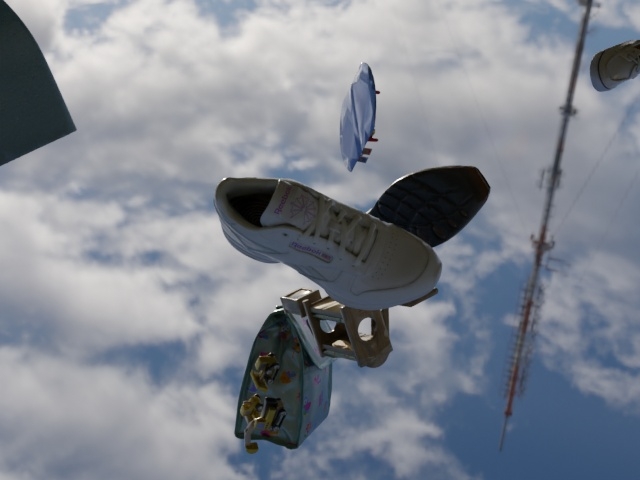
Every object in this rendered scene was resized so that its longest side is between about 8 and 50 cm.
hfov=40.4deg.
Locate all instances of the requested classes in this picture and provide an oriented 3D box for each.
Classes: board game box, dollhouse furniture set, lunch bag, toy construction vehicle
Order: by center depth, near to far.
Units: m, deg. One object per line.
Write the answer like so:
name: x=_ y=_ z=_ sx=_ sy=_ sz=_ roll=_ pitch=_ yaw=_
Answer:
toy construction vehicle: x=-0.076 y=0.199 z=1.065 sx=0.035 sy=0.098 sz=0.086 roll=11 pitch=-151 yaw=-27
dollhouse furniture set: x=0.063 y=0.107 z=1.296 sx=0.161 sy=0.101 sz=0.182 roll=-24 pitch=-167 yaw=-28
board game box: x=0.070 y=-0.190 z=1.341 sx=0.033 sy=0.168 sz=0.133 roll=3 pitch=-122 yaw=-17
lunch bag: x=-0.057 y=0.245 z=1.703 sx=0.160 sy=0.262 sz=0.223 roll=8 pitch=-175 yaw=15

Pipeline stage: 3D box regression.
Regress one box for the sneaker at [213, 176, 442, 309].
sneaker: x=0.000 y=0.000 z=1.083 sx=0.305 sy=0.152 sz=0.114 roll=17 pitch=-107 yaw=13

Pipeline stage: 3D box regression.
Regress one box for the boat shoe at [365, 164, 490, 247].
boat shoe: x=0.155 y=-0.044 z=1.423 sx=0.120 sy=0.324 sz=0.122 roll=-30 pitch=-90 yaw=-40

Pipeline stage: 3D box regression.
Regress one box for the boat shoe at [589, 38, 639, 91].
boat shoe: x=0.276 y=-0.160 z=0.780 sx=0.035 sy=0.035 sz=0.100 roll=-8 pitch=-164 yaw=46

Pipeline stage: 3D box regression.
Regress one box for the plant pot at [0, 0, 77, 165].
plant pot: x=-0.538 y=-0.229 z=1.207 sx=0.248 sy=0.252 sz=0.247 roll=-1 pitch=-158 yaw=26
